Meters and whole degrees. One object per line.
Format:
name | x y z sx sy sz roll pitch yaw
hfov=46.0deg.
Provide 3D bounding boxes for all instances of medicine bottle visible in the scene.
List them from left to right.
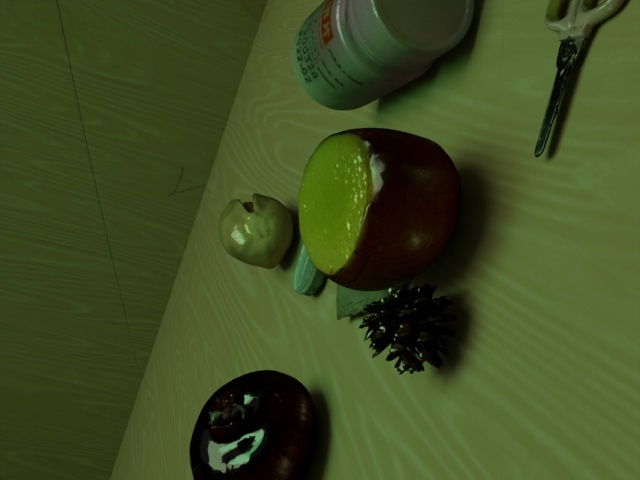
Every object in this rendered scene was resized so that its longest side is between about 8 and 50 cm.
medicine bottle | 0.102 -0.385 1.401 0.388 0.219 0.219 173 113 -70

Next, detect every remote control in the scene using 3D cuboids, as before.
remote control | 0.000 0.000 1.618 0.104 0.052 0.248 23 96 70

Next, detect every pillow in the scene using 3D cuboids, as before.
pillow | 0.088 0.059 1.330 0.229 0.050 0.148 153 125 -65

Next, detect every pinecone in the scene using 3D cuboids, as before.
pinecone | 0.126 0.123 1.046 0.140 0.140 0.121 -31 71 63

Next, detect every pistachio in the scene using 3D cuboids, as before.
pistachio | -0.161 -0.025 1.923 0.299 0.187 0.188 -123 53 -74

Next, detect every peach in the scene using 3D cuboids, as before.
peach | 0.093 -0.059 1.121 0.249 0.245 0.274 62 162 3

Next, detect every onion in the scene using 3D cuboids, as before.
onion | -0.139 0.353 1.382 0.273 0.285 0.273 -19 48 23

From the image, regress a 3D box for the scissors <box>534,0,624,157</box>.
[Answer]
scissors | 0.324 -0.257 0.965 0.160 0.024 0.318 14 86 70
